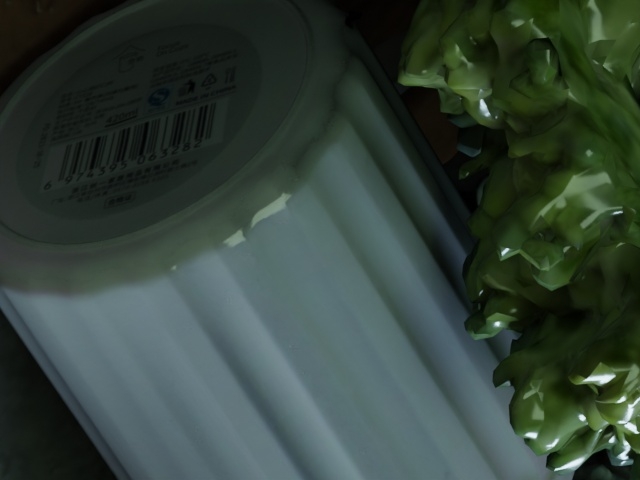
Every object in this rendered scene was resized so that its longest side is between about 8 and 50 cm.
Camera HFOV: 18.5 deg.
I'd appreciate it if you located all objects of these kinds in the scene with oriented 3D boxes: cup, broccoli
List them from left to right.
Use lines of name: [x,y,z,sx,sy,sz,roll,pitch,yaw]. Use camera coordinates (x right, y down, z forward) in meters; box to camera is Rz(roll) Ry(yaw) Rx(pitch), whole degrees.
cup: [-0.014,0.005,0.712,0.167,0.221,0.202,-12,133,21]
broccoli: [0.173,-0.111,0.584,0.277,0.317,0.338,40,60,-10]

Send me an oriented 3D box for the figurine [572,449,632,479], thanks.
figurine: [0.080,0.179,0.820,0.361,0.211,0.253,-31,139,-21]
